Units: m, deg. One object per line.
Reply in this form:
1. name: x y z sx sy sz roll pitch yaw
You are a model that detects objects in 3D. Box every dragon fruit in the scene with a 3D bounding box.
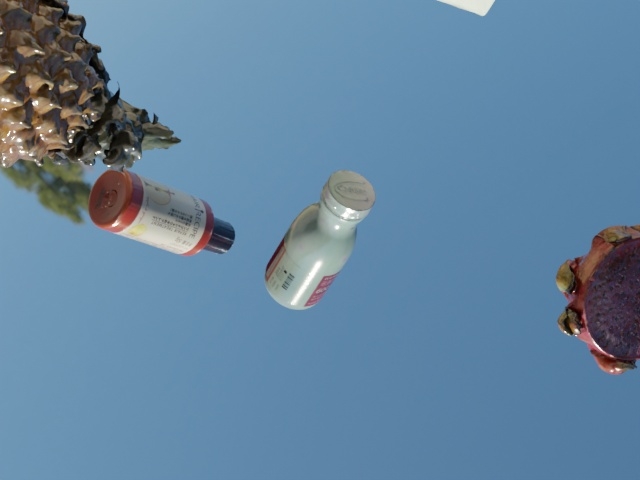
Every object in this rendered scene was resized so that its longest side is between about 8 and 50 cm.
1. dragon fruit: 0.239 0.043 0.880 0.126 0.112 0.068 -51 -157 -10

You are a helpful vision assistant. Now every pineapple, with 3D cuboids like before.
1. pineapple: -0.312 -0.168 1.237 0.222 0.357 0.223 -11 -112 29

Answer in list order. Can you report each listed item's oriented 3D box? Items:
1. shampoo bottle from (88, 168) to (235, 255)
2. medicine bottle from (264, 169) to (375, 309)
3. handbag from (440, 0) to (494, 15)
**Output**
1. shampoo bottle: -0.254 -0.036 1.848 0.104 0.278 0.104 -13 -111 35
2. medicine bottle: 0.000 0.000 1.453 0.217 0.090 0.090 -57 -171 46
3. handbag: 0.130 -0.413 1.226 0.151 0.171 0.298 125 -30 -45
